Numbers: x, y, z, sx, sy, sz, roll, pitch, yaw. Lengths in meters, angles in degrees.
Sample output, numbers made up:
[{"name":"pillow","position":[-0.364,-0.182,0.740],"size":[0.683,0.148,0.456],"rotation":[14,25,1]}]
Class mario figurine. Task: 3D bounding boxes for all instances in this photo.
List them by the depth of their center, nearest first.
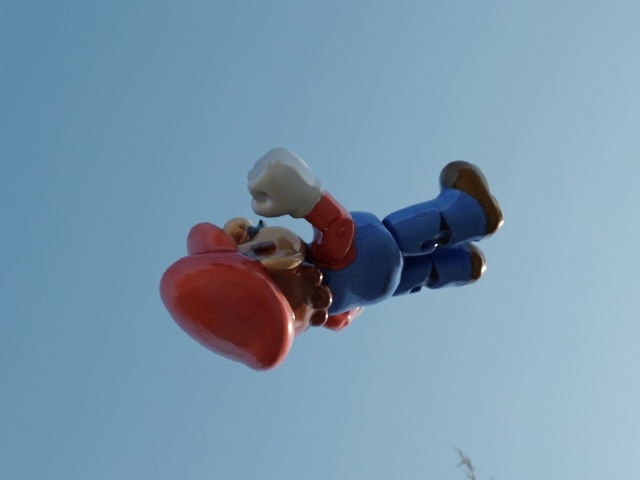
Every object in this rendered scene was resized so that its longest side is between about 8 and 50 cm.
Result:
[{"name":"mario figurine","position":[0.000,0.000,0.845],"size":[0.320,0.170,0.198],"rotation":[-14,-77,-26]}]
